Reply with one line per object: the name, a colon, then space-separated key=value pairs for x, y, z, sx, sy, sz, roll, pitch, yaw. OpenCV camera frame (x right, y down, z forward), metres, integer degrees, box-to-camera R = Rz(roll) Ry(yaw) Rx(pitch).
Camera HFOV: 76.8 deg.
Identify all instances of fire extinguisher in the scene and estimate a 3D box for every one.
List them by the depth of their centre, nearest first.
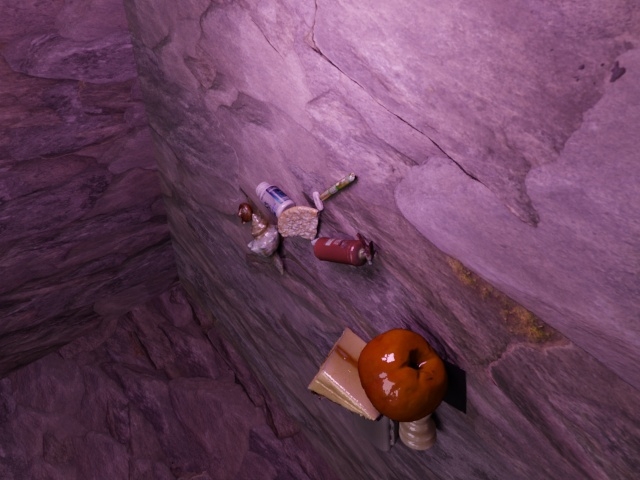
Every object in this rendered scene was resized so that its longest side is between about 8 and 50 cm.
fire extinguisher: x=0.102 y=0.029 z=1.626 sx=0.336 sy=0.106 sz=0.147 roll=4 pitch=130 yaw=52

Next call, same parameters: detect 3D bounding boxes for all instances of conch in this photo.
conch: x=-0.295 y=0.023 z=2.118 sx=0.203 sy=0.169 sz=0.386 roll=-121 pitch=23 yaw=-54

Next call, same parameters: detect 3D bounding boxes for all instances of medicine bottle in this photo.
medicine bottle: x=-0.213 y=-0.190 z=1.884 sx=0.191 sy=0.107 sz=0.107 roll=42 pitch=143 yaw=25
medicine bottle: x=0.275 y=0.884 z=2.059 sx=0.282 sy=0.123 sz=0.375 roll=24 pitch=134 yaw=40

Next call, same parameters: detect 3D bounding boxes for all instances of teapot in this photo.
teapot: x=-0.421 y=-0.146 z=2.224 sx=0.098 sy=0.078 sz=0.129 roll=41 pitch=143 yaw=27

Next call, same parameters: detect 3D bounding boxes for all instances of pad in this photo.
pad: x=0.505 y=0.567 z=1.608 sx=0.163 sy=0.004 sz=0.243 roll=20 pitch=130 yaw=45

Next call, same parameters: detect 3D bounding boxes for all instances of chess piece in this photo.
chess piece: x=0.415 y=0.732 z=1.733 sx=0.167 sy=0.167 sz=0.300 roll=20 pitch=127 yaw=45

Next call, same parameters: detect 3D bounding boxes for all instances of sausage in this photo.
sausage: x=0.062 y=-0.205 z=1.568 sx=0.033 sy=0.032 sz=0.269 roll=61 pitch=148 yaw=-2

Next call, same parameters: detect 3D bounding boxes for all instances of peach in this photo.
peach: x=0.304 y=0.518 z=1.548 sx=0.343 sy=0.342 sz=0.302 roll=50 pitch=133 yaw=14

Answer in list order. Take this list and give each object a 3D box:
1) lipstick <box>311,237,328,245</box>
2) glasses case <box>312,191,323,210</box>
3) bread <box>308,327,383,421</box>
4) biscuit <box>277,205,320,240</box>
lipstick: x=0.000 y=0.000 z=1.823 sx=0.107 sy=0.025 sz=0.025 roll=-16 pitch=102 yaw=52
glasses case: x=-0.010 y=-0.166 z=1.706 sx=0.032 sy=0.021 sz=0.083 roll=5 pitch=120 yaw=49
bread: x=0.156 y=0.635 z=1.860 sx=0.404 sy=0.345 sz=0.242 roll=34 pitch=132 yaw=22
biscuit: x=-0.090 y=-0.073 z=1.809 sx=0.265 sy=0.040 sz=0.188 roll=-25 pitch=122 yaw=40
